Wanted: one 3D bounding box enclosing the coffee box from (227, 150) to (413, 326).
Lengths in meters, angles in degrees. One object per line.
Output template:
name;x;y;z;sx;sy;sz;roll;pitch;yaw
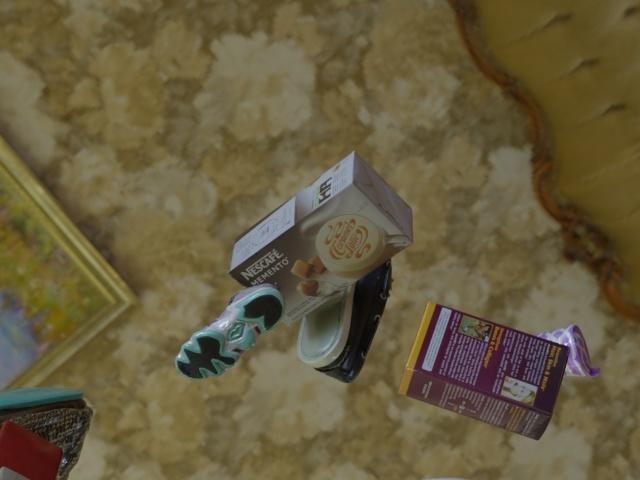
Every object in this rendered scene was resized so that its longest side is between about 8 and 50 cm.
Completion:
coffee box;0.000;0.000;1.761;0.141;0.246;0.098;45;-154;-24

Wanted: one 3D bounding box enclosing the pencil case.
pencil case;0.312;0.194;1.806;0.088;0.206;0.086;65;-153;-9

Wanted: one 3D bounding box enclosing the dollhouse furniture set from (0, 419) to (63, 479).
dollhouse furniture set;-0.209;0.279;0.968;0.201;0.152;0.374;34;-165;-14

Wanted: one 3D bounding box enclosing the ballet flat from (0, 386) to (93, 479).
ballet flat;-0.445;0.252;1.430;0.164;0.182;0.483;3;170;25

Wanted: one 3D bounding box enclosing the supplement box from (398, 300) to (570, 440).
supplement box;0.204;0.163;1.484;0.188;0.104;0.081;18;148;7

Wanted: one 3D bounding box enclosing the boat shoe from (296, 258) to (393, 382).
boat shoe;0.062;0.079;1.910;0.127;0.340;0.113;-18;132;34

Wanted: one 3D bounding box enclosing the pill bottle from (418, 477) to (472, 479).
pill bottle;0.127;0.410;1.160;0.181;0.182;0.323;61;-167;-56

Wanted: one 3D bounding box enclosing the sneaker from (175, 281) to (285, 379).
sneaker;-0.067;0.067;0.910;0.038;0.098;0.069;55;-174;-10
